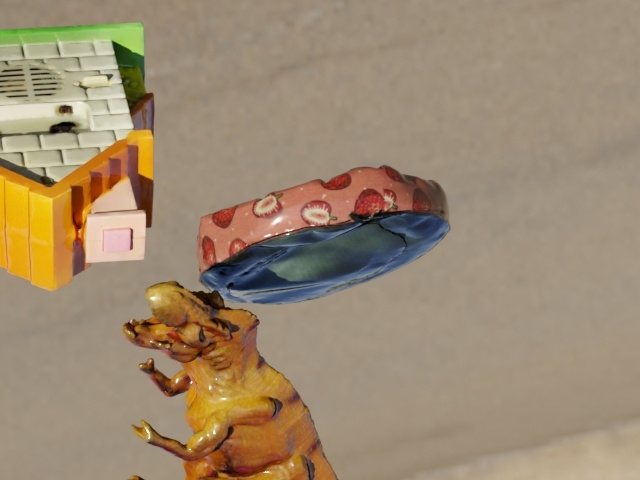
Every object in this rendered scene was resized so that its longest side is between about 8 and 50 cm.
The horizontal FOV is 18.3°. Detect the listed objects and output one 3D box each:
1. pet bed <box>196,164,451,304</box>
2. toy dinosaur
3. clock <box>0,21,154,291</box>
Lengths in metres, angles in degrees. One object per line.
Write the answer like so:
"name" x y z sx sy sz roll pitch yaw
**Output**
"pet bed" 0.000 0.000 1.448 0.201 0.053 0.201 -13 167 -3
"toy dinosaur" -0.051 0.180 1.465 0.208 0.097 0.432 -25 130 19
"clock" -0.235 -0.062 1.598 0.220 0.255 0.106 -4 127 -11
